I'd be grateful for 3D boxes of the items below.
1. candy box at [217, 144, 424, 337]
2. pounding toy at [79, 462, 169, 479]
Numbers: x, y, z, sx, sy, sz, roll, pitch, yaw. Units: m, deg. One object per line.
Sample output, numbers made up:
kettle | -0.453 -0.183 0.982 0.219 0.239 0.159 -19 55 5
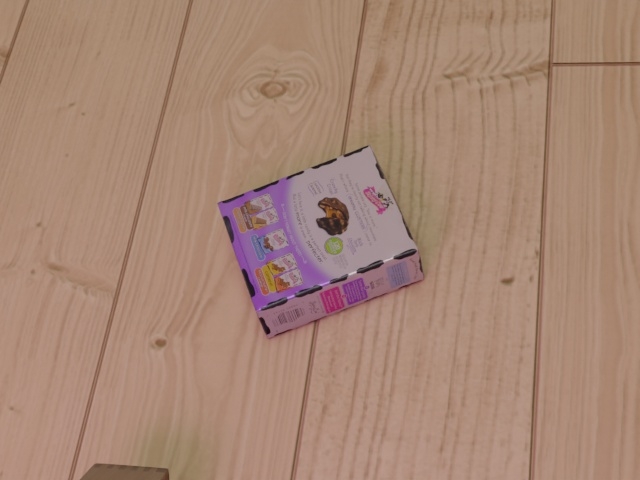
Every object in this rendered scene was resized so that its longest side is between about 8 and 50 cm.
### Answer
candy box | 0.000 0.000 1.430 0.196 0.070 0.165 -21 56 -1
pounding toy | -0.204 0.350 1.193 0.094 0.206 0.181 1 15 13
